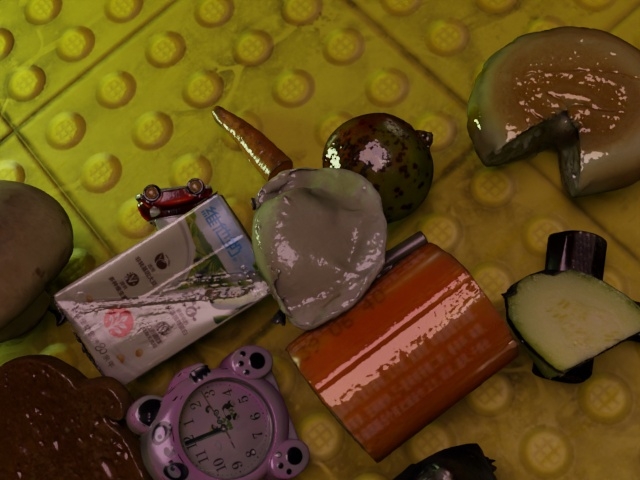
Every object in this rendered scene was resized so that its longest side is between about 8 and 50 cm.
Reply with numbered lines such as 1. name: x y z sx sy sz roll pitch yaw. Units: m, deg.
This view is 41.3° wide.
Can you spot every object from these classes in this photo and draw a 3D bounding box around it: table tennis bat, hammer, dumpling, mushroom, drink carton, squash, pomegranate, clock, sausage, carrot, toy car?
1. table tennis bat: 0.082 0.055 1.480 0.234 0.022 0.131 -31 67 1
2. hammer: 0.546 0.134 1.333 0.409 0.095 0.242 11 73 11
3. dumpling: -0.006 0.011 1.350 0.205 0.163 0.292 -9 56 -11
4. mushroom: -0.577 0.071 1.463 0.362 0.294 0.362 -25 30 15
5. drink carton: -0.255 0.083 1.439 0.325 0.132 0.194 -32 94 -1
6. squash: 0.366 0.131 1.276 0.192 0.085 0.184 -21 42 -18
7. pomegranate: 0.077 -0.120 1.468 0.246 0.198 0.198 -15 64 43
8. clock: -0.162 0.302 1.338 0.248 0.090 0.227 -17 78 -28
9. sausage: 0.123 0.173 1.319 0.287 0.233 0.233 -35 68 -5
10. carrot: -0.138 -0.189 1.589 0.061 0.061 0.209 -42 65 -6
11. toy car: -0.257 -0.046 1.537 0.139 0.112 0.112 -11 84 -4

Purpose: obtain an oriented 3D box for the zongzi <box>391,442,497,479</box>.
1. zongzi: 0.142 0.557 1.224 0.432 0.208 0.403 -36 79 18

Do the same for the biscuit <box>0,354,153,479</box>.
1. biscuit: -0.414 0.341 1.389 0.367 0.063 0.314 44 104 14

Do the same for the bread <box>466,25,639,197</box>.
1. bread: 0.420 -0.214 1.439 0.333 0.160 0.332 -2 71 7
